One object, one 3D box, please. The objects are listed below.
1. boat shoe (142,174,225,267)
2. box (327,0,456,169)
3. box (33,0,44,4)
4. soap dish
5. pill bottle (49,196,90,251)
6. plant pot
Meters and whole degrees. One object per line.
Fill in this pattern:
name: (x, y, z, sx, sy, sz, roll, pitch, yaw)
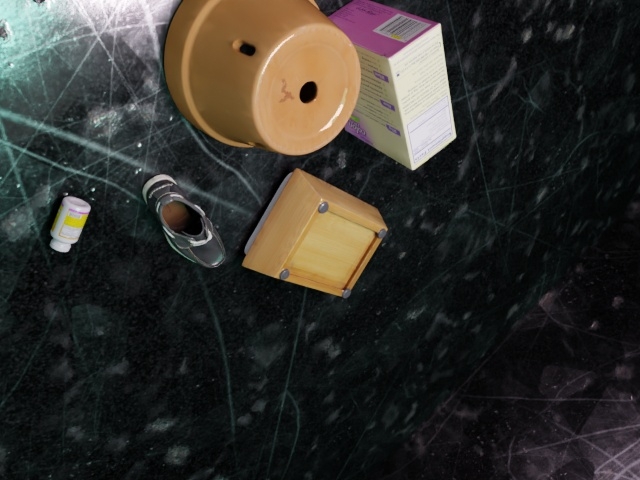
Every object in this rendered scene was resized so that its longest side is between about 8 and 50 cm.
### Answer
boat shoe: (-0.237, -0.016, 1.054, 0.084, 0.079, 0.233, -42, 139, -12)
box: (0.123, -0.290, 1.071, 0.117, 0.213, 0.243, -37, 136, -15)
box: (-0.336, -0.423, 0.700, 0.184, 0.045, 0.191, -41, 137, -9)
soap dish: (0.000, 0.000, 1.243, 0.290, 0.118, 0.229, 21, 103, -48)
pill bottle: (-0.403, -0.025, 0.925, 0.043, 0.043, 0.083, 14, 109, -46)
plant pot: (-0.072, -0.265, 0.926, 0.290, 0.203, 0.291, -24, 132, -28)
